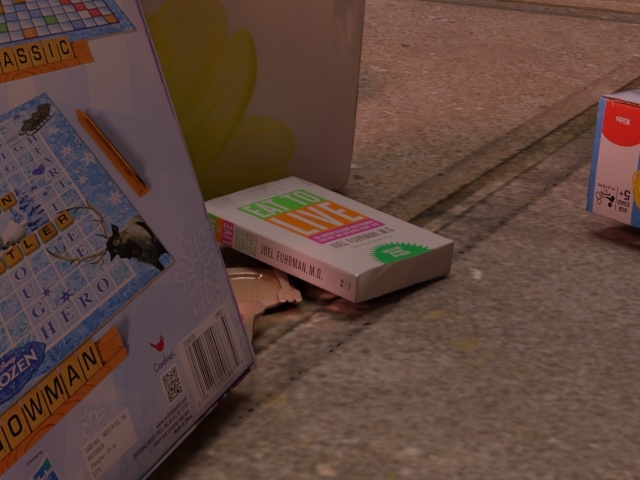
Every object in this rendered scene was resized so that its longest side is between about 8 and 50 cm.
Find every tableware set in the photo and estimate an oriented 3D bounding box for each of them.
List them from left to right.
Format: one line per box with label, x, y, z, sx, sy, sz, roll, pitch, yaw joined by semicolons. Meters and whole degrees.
tableware set;-0.096;0.036;0.681;0.169;0.020;0.141;2;21;5

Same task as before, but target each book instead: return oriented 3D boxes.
book;0.000;0.000;0.752;0.144;0.035;0.096;22;25;37

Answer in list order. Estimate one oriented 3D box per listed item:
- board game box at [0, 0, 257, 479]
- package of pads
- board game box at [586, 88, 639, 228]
board game box;-0.159;-0.025;0.430;0.066;0.318;0.319;-10;15;25
package of pads;-0.079;-0.165;0.816;0.229;0.296;0.101;-9;30;-26
board game box;0.398;-0.044;0.785;0.308;0.086;0.302;-13;25;-38
